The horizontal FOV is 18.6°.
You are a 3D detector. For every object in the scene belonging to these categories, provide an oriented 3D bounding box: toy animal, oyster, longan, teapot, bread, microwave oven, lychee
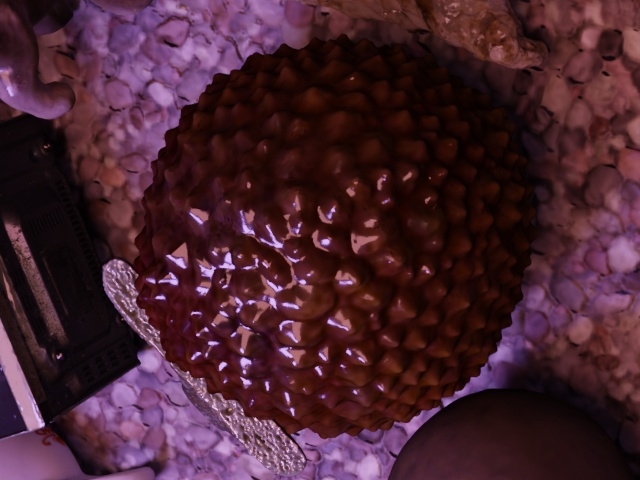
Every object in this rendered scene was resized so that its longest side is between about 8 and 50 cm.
[{"bbox_3d":[-0.208,-0.187,1.300,0.121,0.233,0.168,0,146,36],"label":"toy animal"},{"bbox_3d":[0.047,-0.170,1.239,0.200,0.061,0.106,9,108,23],"label":"oyster"},{"bbox_3d":[0.124,0.185,1.252,0.167,0.167,0.187,-9,100,27],"label":"longan"},{"bbox_3d":[-0.239,0.205,1.466,0.245,0.116,0.159,-9,70,19],"label":"teapot"},{"bbox_3d":[-0.087,0.087,1.353,0.036,0.112,0.193,-42,97,-2],"label":"bread"},{"bbox_3d":[-0.233,0.028,1.373,0.129,0.163,0.205,-19,97,29],"label":"microwave oven"},{"bbox_3d":[0.000,0.000,1.204,0.267,0.267,0.267,7,108,23],"label":"lychee"}]
